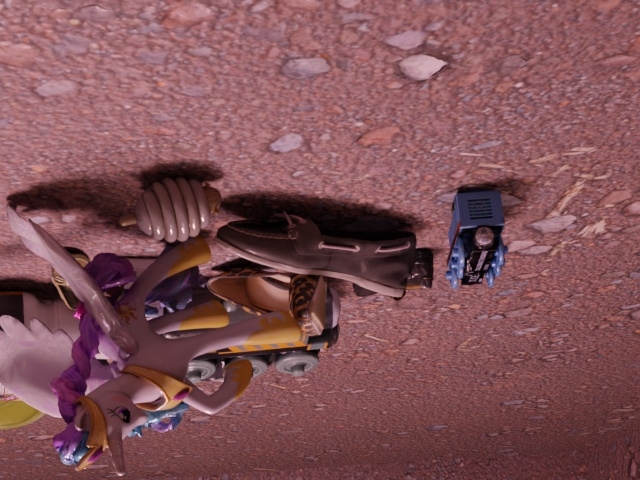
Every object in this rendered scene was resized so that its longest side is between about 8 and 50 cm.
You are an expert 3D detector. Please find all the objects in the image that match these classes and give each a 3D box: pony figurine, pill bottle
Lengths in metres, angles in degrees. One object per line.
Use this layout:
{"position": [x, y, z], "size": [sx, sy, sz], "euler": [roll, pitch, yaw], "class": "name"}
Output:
{"position": [-0.262, 0.124, 1.514], "size": [0.363, 0.351, 0.303], "euler": [-28, 149, -42], "class": "pony figurine"}
{"position": [-0.511, 0.157, 1.756], "size": [0.278, 0.162, 0.162], "euler": [-1, 160, -18], "class": "pill bottle"}

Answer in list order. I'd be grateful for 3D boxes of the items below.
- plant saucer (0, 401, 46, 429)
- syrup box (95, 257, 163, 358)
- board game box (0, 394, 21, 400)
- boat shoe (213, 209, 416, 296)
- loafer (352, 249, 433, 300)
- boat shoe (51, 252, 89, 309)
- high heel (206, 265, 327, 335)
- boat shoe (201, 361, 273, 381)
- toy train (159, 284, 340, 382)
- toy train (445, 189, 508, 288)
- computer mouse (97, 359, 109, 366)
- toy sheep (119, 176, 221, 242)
{"position": [-0.584, 0.267, 2.061], "size": [0.241, 0.037, 0.241], "euler": [-3, 131, -3], "class": "plant saucer"}
{"position": [-0.310, 0.109, 1.779], "size": [0.093, 0.096, 0.237], "euler": [2, 159, -18], "class": "syrup box"}
{"position": [-0.522, 0.202, 1.943], "size": [0.243, 0.042, 0.165], "euler": [6, 127, -29], "class": "board game box"}
{"position": [0.000, 0.000, 1.611], "size": [0.335, 0.095, 0.112], "euler": [15, -172, -38], "class": "boat shoe"}
{"position": [0.114, 0.068, 1.848], "size": [0.062, 0.061, 0.170], "euler": [8, 157, -37], "class": "loafer"}
{"position": [-0.367, 0.059, 1.690], "size": [0.056, 0.048, 0.153], "euler": [-2, 160, -12], "class": "boat shoe"}
{"position": [-0.085, 0.087, 1.683], "size": [0.186, 0.093, 0.261], "euler": [2, -174, 1], "class": "high heel"}
{"position": [-0.198, 0.212, 2.091], "size": [0.102, 0.108, 0.301], "euler": [-19, 159, 33], "class": "boat shoe"}
{"position": [-0.126, 0.142, 1.887], "size": [0.334, 0.142, 0.190], "euler": [-3, 151, -10], "class": "toy train"}
{"position": [0.219, 0.002, 1.630], "size": [0.080, 0.105, 0.184], "euler": [-3, 160, 0], "class": "toy train"}
{"position": [-0.455, 0.194, 1.907], "size": [0.242, 0.041, 0.071], "euler": [21, 120, -37], "class": "computer mouse"}
{"position": [-0.185, -0.037, 1.426], "size": [0.132, 0.091, 0.091], "euler": [-20, 165, -17], "class": "toy sheep"}
